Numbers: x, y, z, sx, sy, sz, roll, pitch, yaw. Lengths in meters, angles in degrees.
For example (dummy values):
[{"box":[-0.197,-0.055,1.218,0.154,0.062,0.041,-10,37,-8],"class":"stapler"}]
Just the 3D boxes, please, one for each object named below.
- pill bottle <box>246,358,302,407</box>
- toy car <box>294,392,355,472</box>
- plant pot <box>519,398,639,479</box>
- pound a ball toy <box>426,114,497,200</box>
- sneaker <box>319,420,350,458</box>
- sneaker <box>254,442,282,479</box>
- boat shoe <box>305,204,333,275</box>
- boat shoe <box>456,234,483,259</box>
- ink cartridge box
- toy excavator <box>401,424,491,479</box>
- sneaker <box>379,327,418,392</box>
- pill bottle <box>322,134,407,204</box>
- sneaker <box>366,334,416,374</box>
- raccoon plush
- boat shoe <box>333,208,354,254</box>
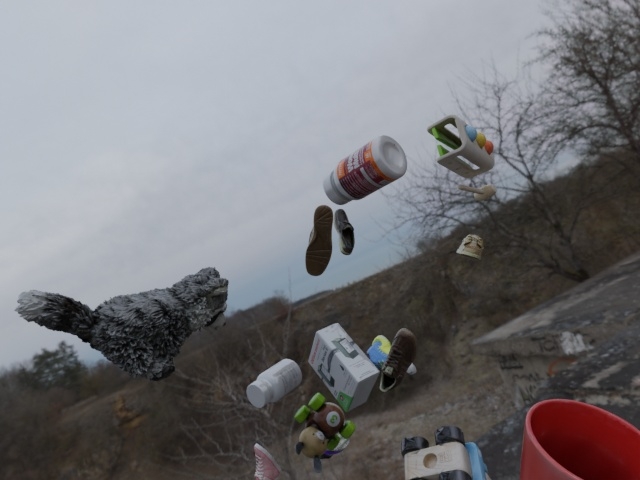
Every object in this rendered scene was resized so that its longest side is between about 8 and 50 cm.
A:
[{"box":[-0.194,0.599,1.937,0.131,0.131,0.229,-27,-5,37],"class":"pill bottle"},{"box":[-0.009,0.581,1.367,0.149,0.155,0.188,-49,-2,26],"class":"toy car"},{"box":[0.559,0.528,1.001,0.275,0.243,0.275,4,20,-2],"class":"plant pot"},{"box":[0.498,-0.268,1.521,0.136,0.208,0.319,-24,-21,34],"class":"pound a ball toy"},{"box":[0.031,0.767,1.732,0.146,0.102,0.293,-50,-19,5],"class":"sneaker"},{"box":[-0.168,0.658,1.348,0.070,0.134,0.051,-42,29,-29],"class":"sneaker"},{"box":[0.000,0.000,2.233,0.124,0.341,0.123,6,2,2],"class":"boat shoe"},{"box":[0.313,0.010,0.959,0.050,0.045,0.135,19,11,12],"class":"boat shoe"},{"box":[0.088,0.523,1.925,0.122,0.289,0.211,-15,-46,-34],"class":"ink cartridge box"},{"box":[0.567,0.896,1.717,0.433,0.445,0.222,-26,30,23],"class":"toy excavator"},{"box":[0.193,0.309,1.162,0.071,0.066,0.188,-33,-41,-47],"class":"sneaker"},{"box":[0.113,-0.180,1.237,0.121,0.121,0.221,-12,-10,-44],"class":"pill bottle"},{"box":[0.276,0.489,1.865,0.126,0.091,0.240,-42,34,-9],"class":"sneaker"},{"box":[-0.424,0.146,1.118,0.299,0.216,0.446,-55,-43,-2],"class":"raccoon plush"},{"box":[0.078,-0.032,1.405,0.056,0.152,0.049,-1,-24,-29],"class":"boat shoe"}]
